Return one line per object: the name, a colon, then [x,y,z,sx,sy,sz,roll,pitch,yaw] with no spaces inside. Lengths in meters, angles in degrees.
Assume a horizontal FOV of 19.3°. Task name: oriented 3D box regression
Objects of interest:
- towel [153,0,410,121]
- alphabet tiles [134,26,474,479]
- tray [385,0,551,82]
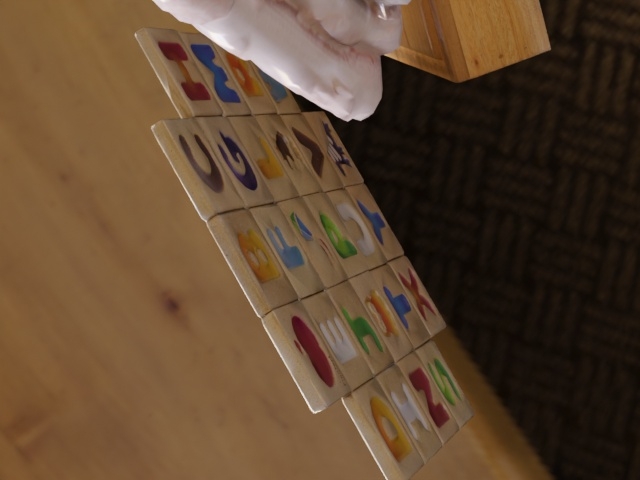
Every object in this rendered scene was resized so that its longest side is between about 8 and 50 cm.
towel: [-0.154,-0.166,0.321,0.317,0.332,0.053,42,98,34]
alphabet tiles: [0.000,0.000,1.121,0.011,0.342,0.285,-30,87,15]
tray: [0.026,-0.316,1.204,0.076,0.203,0.411,-22,108,-12]
